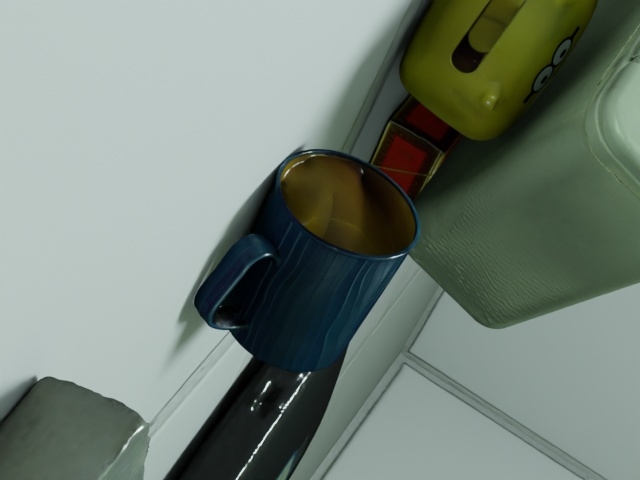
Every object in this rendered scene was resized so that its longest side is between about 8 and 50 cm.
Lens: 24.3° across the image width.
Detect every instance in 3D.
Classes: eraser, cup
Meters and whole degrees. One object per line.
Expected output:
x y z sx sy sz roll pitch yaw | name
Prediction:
-0.167 0.183 0.907 0.111 0.077 0.352 -54 172 -26 | eraser
-0.020 0.015 1.130 0.113 0.150 0.138 -99 -151 -45 | cup

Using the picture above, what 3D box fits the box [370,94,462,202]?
0.098 -0.077 1.573 0.153 0.074 0.240 -46 168 -38 | box

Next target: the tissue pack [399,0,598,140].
0.152 -0.179 1.268 0.178 0.123 0.127 -54 176 4 | tissue pack

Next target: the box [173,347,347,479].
-0.084 0.252 1.671 0.350 0.091 0.359 -54 172 -28 | box

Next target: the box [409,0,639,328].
0.280 -0.110 1.342 0.352 0.177 0.344 -52 -168 -30 | box
